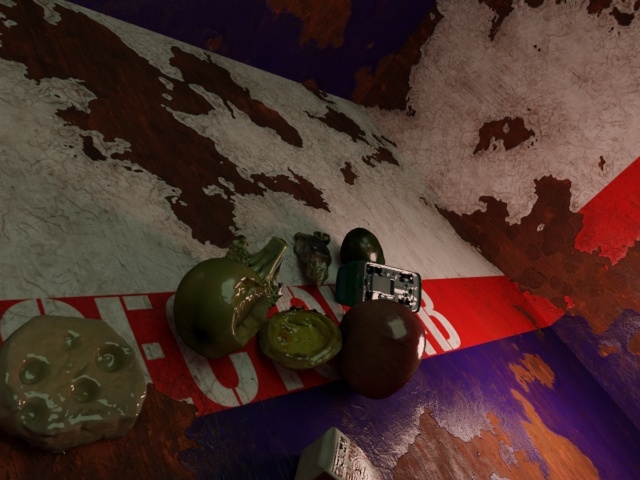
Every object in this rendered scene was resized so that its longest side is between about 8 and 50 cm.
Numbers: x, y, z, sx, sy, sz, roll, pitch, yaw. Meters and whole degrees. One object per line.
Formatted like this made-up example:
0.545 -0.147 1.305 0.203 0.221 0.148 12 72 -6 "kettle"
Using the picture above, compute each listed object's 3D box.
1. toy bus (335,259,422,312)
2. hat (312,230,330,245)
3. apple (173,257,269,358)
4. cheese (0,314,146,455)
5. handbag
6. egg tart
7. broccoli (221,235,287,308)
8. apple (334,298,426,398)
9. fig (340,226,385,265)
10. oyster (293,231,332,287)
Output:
0.223 0.194 2.117 0.344 0.199 0.183 15 73 -38 "toy bus"
0.001 0.000 2.291 0.076 0.059 0.077 14 29 -11 "hat"
-0.284 0.184 1.496 0.279 0.279 0.279 29 30 -19 "apple"
-0.542 0.310 1.159 0.326 0.115 0.318 38 28 -2 "cheese"
0.086 0.647 1.376 0.298 0.151 0.171 39 23 -8 "handbag"
-0.065 0.317 1.681 0.279 0.095 0.279 5 30 -3 "egg tart"
-0.199 0.092 1.737 0.247 0.243 0.263 37 4 -37 "broccoli"
0.175 0.341 1.722 0.269 0.344 0.345 34 29 -2 "apple"
0.201 0.054 2.311 0.245 0.195 0.195 22 33 -22 "fig"
-0.020 0.063 2.119 0.166 0.110 0.341 36 15 -17 "oyster"
